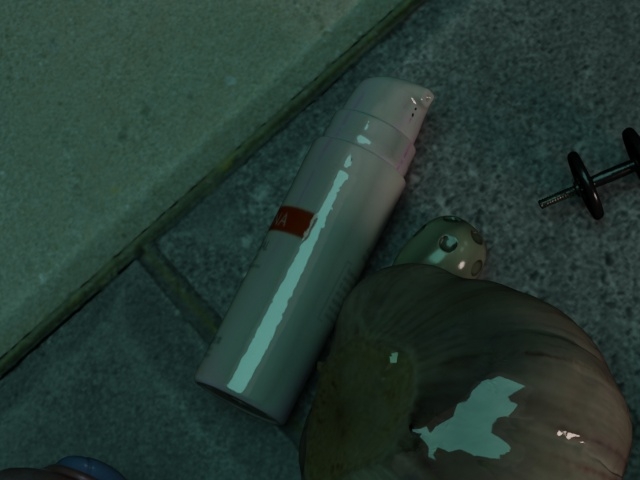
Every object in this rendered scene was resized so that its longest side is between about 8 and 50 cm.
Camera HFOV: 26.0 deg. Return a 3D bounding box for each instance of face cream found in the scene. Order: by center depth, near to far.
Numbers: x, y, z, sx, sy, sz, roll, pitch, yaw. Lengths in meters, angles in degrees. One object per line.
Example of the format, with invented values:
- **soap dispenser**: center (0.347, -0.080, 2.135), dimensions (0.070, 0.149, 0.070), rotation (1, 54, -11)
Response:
- **face cream**: center (0.000, 0.000, 1.307), dimensions (0.102, 0.102, 0.346), rotation (21, 75, 21)

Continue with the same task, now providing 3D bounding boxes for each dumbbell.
- **dumbbell**: center (0.270, -0.062, 1.278), dimensions (0.147, 0.069, 0.069), rotation (-24, 65, 5)

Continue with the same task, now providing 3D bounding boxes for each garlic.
- **garlic**: center (0.120, 0.172, 1.123), dimensions (0.317, 0.259, 0.317), rotation (-33, 37, 30)

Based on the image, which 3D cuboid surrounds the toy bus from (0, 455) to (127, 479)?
- **toy bus**: center (-0.251, 0.297, 1.170), dimensions (0.294, 0.197, 0.232), rotation (-20, 43, 52)

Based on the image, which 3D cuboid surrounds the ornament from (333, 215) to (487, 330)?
- **ornament**: center (0.088, 0.044, 1.283), dimensions (0.075, 0.081, 0.156), rotation (41, 84, -19)
